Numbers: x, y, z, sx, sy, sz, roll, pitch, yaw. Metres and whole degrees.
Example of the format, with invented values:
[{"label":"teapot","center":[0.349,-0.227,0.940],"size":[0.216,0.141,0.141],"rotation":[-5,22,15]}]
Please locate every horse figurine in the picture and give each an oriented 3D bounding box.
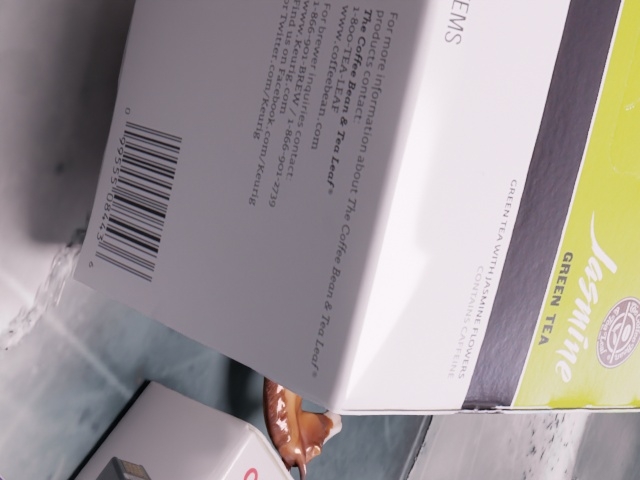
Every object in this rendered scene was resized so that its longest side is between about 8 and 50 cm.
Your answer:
[{"label":"horse figurine","center":[0.000,0.000,0.822],"size":[0.174,0.066,0.263],"rotation":[-40,136,-45]}]

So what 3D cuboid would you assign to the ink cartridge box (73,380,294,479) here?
[{"label":"ink cartridge box","center":[-0.102,0.216,0.755],"size":[0.212,0.093,0.154],"rotation":[-52,142,-23]}]

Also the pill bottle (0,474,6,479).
[{"label":"pill bottle","center":[-0.147,0.187,0.588],"size":[0.186,0.112,0.112],"rotation":[48,60,-12]}]

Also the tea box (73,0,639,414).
[{"label":"tea box","center":[0.089,-0.097,0.666],"size":[0.324,0.220,0.328],"rotation":[8,98,-42]}]
